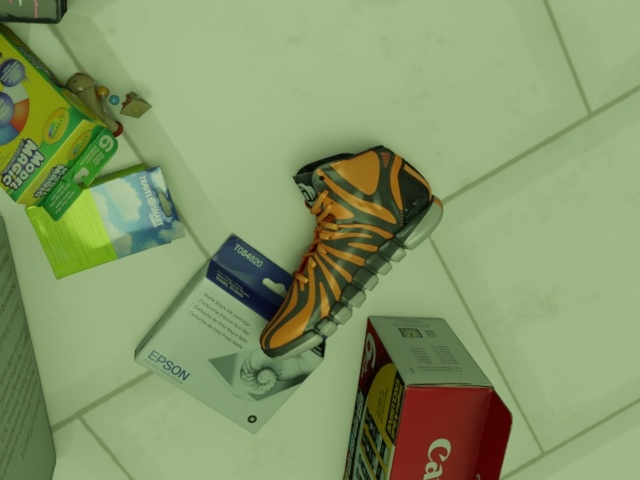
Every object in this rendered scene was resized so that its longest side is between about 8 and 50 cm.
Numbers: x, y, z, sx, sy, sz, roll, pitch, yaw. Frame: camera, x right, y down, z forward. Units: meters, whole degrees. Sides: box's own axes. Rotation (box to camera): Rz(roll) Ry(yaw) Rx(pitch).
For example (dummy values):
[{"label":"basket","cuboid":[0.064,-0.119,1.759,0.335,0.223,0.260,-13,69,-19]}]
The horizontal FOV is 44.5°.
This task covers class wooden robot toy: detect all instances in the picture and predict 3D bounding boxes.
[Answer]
[{"label":"wooden robot toy","cuboid":[-0.296,-0.166,0.967,0.173,0.076,0.079,-20,70,7]}]

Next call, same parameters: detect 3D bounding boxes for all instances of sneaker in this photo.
[{"label":"sneaker","cuboid":[0.000,0.000,1.051,0.321,0.125,0.180,-46,107,-9]}]

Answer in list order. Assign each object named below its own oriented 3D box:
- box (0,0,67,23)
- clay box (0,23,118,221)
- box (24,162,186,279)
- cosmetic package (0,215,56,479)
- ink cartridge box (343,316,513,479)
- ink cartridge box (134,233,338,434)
[{"label":"box","cuboid":[-0.343,-0.362,0.822,0.142,0.163,0.247,0,110,-15]},{"label":"clay box","cuboid":[-0.347,-0.139,0.901,0.222,0.053,0.127,44,99,15]},{"label":"box","cuboid":[-0.278,-0.028,1.022,0.178,0.042,0.108,-18,113,-4]},{"label":"cosmetic package","cuboid":[-0.528,0.214,0.910,0.330,0.327,0.393,-7,110,-8]},{"label":"ink cartridge box","cuboid":[0.135,0.303,1.102,0.130,0.272,0.309,3,109,-12]},{"label":"ink cartridge box","cuboid":[-0.109,0.139,1.115,0.223,0.045,0.224,36,99,-20]}]
